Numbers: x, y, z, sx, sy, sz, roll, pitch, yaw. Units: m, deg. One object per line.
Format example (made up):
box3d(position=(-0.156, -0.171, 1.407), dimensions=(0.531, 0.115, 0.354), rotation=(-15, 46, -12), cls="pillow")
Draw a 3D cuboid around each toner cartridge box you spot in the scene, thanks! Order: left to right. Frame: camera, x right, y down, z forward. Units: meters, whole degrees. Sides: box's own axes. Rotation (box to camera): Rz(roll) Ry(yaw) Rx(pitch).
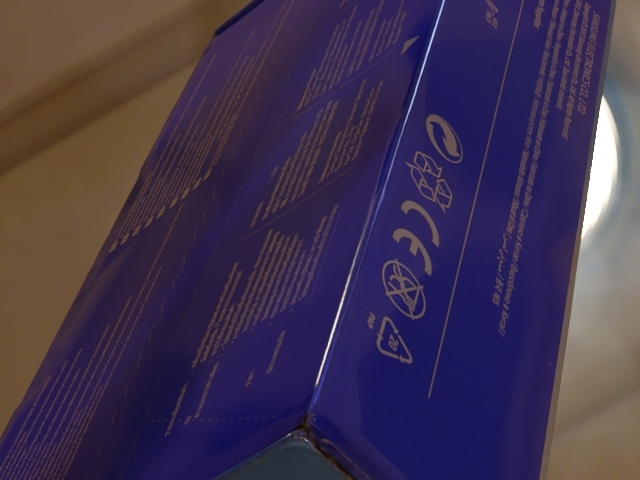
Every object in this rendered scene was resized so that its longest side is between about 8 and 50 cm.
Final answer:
box3d(position=(0.000, 0.000, 0.548), dimensions=(0.075, 0.348, 0.165), rotation=(43, -55, -17), cls="toner cartridge box")
